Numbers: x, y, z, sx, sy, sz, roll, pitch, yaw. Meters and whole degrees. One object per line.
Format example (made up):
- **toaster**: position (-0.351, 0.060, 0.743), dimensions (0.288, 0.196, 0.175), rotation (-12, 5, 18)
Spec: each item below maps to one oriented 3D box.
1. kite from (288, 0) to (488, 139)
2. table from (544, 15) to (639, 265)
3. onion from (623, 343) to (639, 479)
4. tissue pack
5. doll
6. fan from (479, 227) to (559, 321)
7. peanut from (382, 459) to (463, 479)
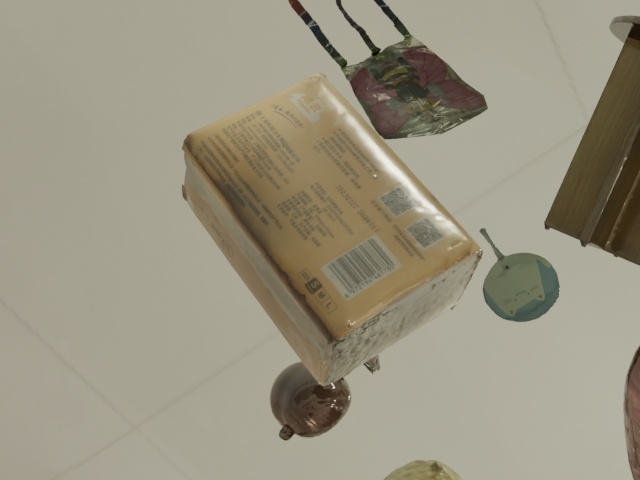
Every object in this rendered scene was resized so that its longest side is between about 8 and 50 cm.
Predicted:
- **kite**: position (0.089, -0.268, 1.351), dimensions (0.360, 0.204, 0.022), rotation (43, 48, -35)
- **table**: position (0.332, -0.091, 0.928), dimensions (0.167, 0.226, 0.167), rotation (22, 7, -3)
- **onion**: position (0.229, 0.138, 0.449), dimensions (0.151, 0.098, 0.206), rotation (7, 40, -40)
- **tissue pack**: position (0.000, 0.000, 1.086), dimensions (0.305, 0.238, 0.238), rotation (51, 0, 22)
- **doll**: position (0.009, 0.208, 1.298), dimensions (0.096, 0.188, 0.145), rotation (52, 2, -31)
- **fan**: position (0.288, 0.046, 1.376), dimensions (0.175, 0.113, 0.005), rotation (62, 4, 33)
- **peanut**: position (0.109, 0.377, 1.179), dimensions (0.129, 0.224, 0.129), rotation (31, -31, 22)
